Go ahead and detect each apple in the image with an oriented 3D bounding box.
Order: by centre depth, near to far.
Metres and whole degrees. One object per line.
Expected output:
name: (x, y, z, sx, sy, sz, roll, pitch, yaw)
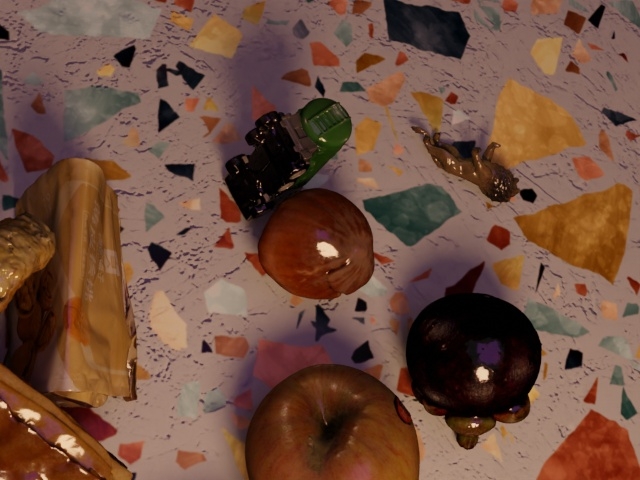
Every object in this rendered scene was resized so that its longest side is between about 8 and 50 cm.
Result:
apple: (0.018, 0.301, 1.267, 0.260, 0.194, 0.261, -6, 40, 5)

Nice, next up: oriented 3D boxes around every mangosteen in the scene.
mangosteen: (0.231, 0.203, 1.389, 0.211, 0.211, 0.250, -4, 103, -17)

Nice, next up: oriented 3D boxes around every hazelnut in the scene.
hazelnut: (0.000, 0.000, 1.389, 0.182, 0.182, 0.182, 5, 71, -15)

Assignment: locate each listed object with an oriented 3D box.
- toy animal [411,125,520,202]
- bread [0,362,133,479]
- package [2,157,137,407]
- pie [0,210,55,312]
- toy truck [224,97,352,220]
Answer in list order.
toy animal: (0.252, -0.142, 1.565, 0.219, 0.086, 0.069, 33, 27, 2)
bread: (-0.461, 0.330, 1.131, 0.314, 0.191, 0.370, 46, 79, -17)
package: (-0.327, 0.071, 1.279, 0.165, 0.221, 0.311, 9, 69, -35)
pie: (-0.479, 0.086, 1.142, 0.339, 0.339, 0.083, -48, 112, -24)
toy truck: (-0.051, -0.124, 1.382, 0.125, 0.242, 0.101, -25, 80, -35)
